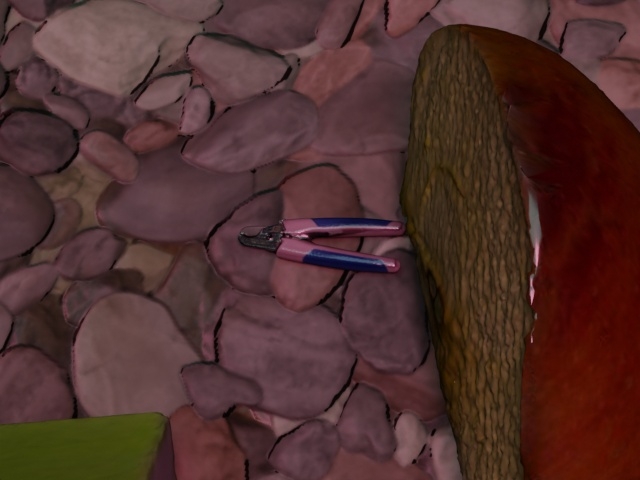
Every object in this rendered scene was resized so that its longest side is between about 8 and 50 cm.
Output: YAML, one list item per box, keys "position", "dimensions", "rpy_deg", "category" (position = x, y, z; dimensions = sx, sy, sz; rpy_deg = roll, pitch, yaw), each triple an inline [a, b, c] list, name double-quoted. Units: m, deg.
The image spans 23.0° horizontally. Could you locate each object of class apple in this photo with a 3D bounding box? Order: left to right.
- position: [0.133, 0.031, 0.913]
  dimensions: [0.179, 0.254, 0.346]
  rpy_deg: [-29, 50, 29]
  category: "apple"

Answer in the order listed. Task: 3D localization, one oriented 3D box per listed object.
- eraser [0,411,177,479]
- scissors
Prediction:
- position: [-0.227, 0.182, 0.907]
  dimensions: [0.274, 0.210, 0.092]
  rpy_deg: [-5, 107, 4]
  category: "eraser"
- position: [0.000, 0.000, 1.064]
  dimensions: [0.113, 0.012, 0.039]
  rpy_deg: [5, 65, 11]
  category: "scissors"
